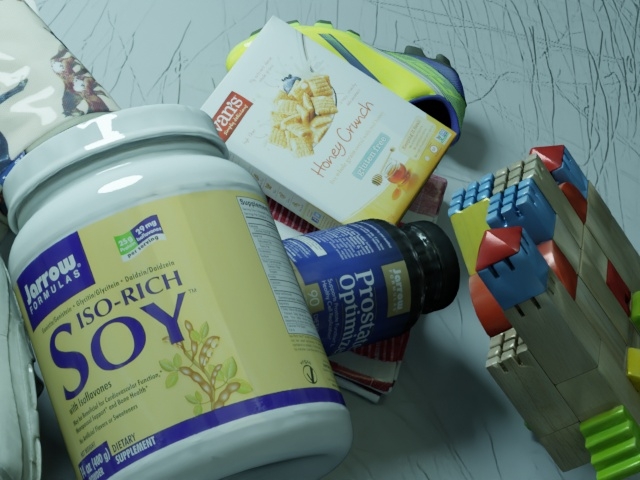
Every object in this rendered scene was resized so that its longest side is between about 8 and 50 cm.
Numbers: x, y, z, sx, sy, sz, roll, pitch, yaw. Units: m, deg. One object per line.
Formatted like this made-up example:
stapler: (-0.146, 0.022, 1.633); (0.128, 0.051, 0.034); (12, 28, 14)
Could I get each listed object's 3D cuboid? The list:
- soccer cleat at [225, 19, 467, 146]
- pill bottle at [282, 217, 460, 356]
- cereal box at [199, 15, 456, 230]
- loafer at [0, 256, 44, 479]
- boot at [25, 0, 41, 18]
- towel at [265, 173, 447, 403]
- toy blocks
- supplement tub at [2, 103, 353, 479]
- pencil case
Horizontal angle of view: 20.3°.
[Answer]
soccer cleat: (0.036, -0.170, 2.013); (0.289, 0.093, 0.121); (8, 55, -22)
pill bottle: (0.024, 0.046, 1.751); (0.219, 0.123, 0.123); (-14, 60, -32)
cereal box: (0.001, -0.110, 1.896); (0.240, 0.047, 0.173); (33, 63, 3)
loafer: (-0.304, 0.118, 1.582); (0.111, 0.112, 0.319); (46, 24, -43)
boot: (-0.373, -0.261, 1.894); (0.086, 0.069, 0.190); (-22, 57, -32)
towel: (0.000, 0.000, 1.886); (0.237, 0.037, 0.329); (24, 45, -7)
toy blocks: (0.229, 0.037, 1.799); (0.261, 0.191, 0.381); (54, 27, -20)
supplement tub: (-0.133, 0.073, 1.569); (0.241, 0.241, 0.331); (-10, 69, -34)
pencil case: (-0.374, -0.193, 1.758); (0.183, 0.160, 0.410); (-37, 73, -16)
